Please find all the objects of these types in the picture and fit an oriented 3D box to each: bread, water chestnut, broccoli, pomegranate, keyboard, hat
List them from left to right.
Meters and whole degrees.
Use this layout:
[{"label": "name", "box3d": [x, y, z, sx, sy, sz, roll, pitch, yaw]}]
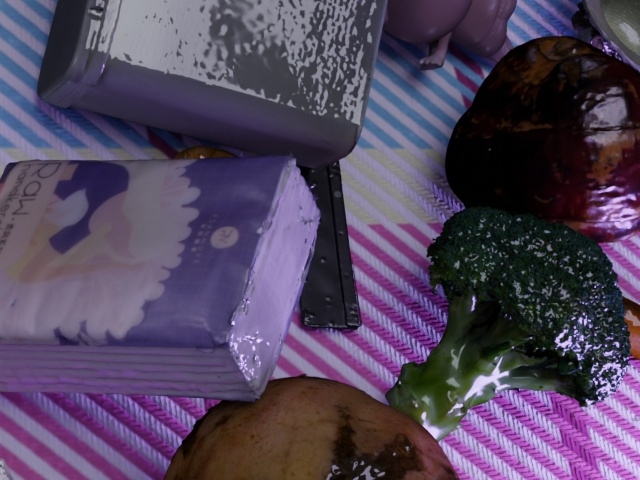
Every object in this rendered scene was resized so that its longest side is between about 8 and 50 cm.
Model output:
[{"label": "bread", "box3d": [-0.123, -0.068, 1.992, 0.111, 0.044, 0.083, 12, 56, -23]}, {"label": "pomegranate", "box3d": [-0.004, 0.287, 1.704, 0.322, 0.322, 0.322, 12, 59, -21]}, {"label": "keyboard", "box3d": [0.000, 0.000, 2.032, 0.072, 0.023, 0.231, 2, 63, -18]}, {"label": "broccoli", "box3d": [0.204, 0.100, 1.969, 0.297, 0.297, 0.297, -41, 86, 2]}, {"label": "water chestnut", "box3d": [0.298, -0.106, 2.104, 0.244, 0.289, 0.289, 31, 49, -45]}, {"label": "hat", "box3d": [0.426, -0.287, 2.336, 0.257, 0.130, 0.257, 12, 59, -21]}]

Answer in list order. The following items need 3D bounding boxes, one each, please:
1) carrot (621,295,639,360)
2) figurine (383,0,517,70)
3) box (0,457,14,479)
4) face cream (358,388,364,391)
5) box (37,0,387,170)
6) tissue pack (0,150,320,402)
[{"label": "carrot", "box3d": [0.398, 0.114, 2.147, 0.225, 0.067, 0.067, 31, 54, -7]}, {"label": "figurine", "box3d": [0.155, -0.310, 2.221, 0.287, 0.176, 0.186, 9, 17, -41]}, {"label": "box", "box3d": [-0.351, 0.276, 1.689, 0.125, 0.043, 0.089, -21, 75, -33]}, {"label": "face cream", "box3d": [0.013, 0.182, 1.940, 0.083, 0.021, 0.040, 8, 60, -23]}, {"label": "box", "box3d": [-0.107, -0.287, 1.976, 0.344, 0.177, 0.351, 16, 76, -18]}, {"label": "tissue pack", "box3d": [-0.194, 0.033, 1.740, 0.344, 0.125, 0.242, 1, 53, 23]}]
